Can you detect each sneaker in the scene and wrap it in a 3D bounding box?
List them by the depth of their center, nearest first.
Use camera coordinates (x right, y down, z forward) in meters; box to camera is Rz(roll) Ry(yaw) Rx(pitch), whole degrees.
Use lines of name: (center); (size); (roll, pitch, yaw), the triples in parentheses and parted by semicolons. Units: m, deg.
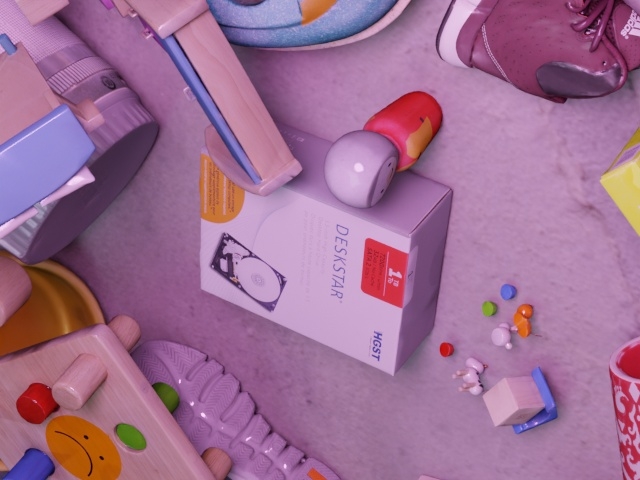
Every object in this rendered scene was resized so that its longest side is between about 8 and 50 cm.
sneaker: (0.204, -0.211, 1.036); (0.162, 0.106, 0.281); (31, 145, 7)
sneaker: (-0.128, 0.268, 1.598); (0.321, 0.124, 0.180); (44, 135, 1)

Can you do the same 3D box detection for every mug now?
mug: (0.330, 0.177, 1.206); (0.150, 0.113, 0.169); (8, 121, 46)

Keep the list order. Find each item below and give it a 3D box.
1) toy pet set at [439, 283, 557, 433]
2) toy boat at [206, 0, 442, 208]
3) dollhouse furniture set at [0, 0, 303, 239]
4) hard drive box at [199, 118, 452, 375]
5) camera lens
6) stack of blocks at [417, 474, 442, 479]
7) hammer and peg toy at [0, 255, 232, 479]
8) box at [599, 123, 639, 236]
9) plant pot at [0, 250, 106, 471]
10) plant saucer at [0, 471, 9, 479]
toy pet set: (0.190, 0.119, 1.319); (0.122, 0.065, 0.114); (-48, 53, 43)
toy boat: (0.003, -0.189, 1.152); (0.267, 0.148, 0.318); (-12, 112, 41)
dollhouse furniture set: (-0.225, -0.096, 1.218); (0.286, 0.303, 0.198); (47, 170, 51)
hard drive box: (0.000, 0.000, 1.335); (0.232, 0.089, 0.181); (22, 132, 22)
camera lens: (-0.331, -0.137, 1.385); (0.274, 0.219, 0.219); (41, 136, 4)
stack of blocks: (0.226, 0.373, 1.438); (0.297, 0.087, 0.171); (11, 126, 30)
hammer and peg toy: (-0.281, 0.176, 1.447); (0.266, 0.127, 0.361); (-20, 111, 36)
box: (0.304, -0.009, 1.089); (0.042, 0.109, 0.178); (-29, 101, 43)
plant pot: (-0.423, 0.126, 1.642); (0.239, 0.254, 0.254); (12, 128, 47)
plant saucer: (-0.491, 0.228, 1.762); (0.317, 0.317, 0.044); (33, 94, 13)
